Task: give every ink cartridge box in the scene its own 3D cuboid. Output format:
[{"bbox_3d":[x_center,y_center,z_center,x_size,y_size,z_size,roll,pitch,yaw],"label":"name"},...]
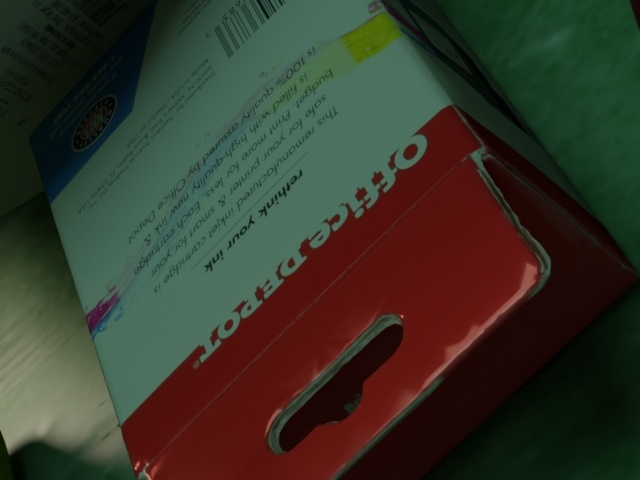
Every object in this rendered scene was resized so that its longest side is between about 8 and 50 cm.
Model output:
[{"bbox_3d":[0.000,0.000,0.541,0.134,0.078,0.231,-45,38,14],"label":"ink cartridge box"}]

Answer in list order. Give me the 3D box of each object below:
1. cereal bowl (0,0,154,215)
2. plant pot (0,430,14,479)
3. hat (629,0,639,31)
[{"bbox_3d":[-0.146,-0.098,0.620,0.339,0.339,0.141,-44,73,14],"label":"cereal bowl"},{"bbox_3d":[-0.224,0.156,0.556,0.228,0.227,0.207,-45,44,12],"label":"plant pot"},{"bbox_3d":[0.085,-0.174,0.626,0.173,0.183,0.208,3,20,36],"label":"hat"}]
